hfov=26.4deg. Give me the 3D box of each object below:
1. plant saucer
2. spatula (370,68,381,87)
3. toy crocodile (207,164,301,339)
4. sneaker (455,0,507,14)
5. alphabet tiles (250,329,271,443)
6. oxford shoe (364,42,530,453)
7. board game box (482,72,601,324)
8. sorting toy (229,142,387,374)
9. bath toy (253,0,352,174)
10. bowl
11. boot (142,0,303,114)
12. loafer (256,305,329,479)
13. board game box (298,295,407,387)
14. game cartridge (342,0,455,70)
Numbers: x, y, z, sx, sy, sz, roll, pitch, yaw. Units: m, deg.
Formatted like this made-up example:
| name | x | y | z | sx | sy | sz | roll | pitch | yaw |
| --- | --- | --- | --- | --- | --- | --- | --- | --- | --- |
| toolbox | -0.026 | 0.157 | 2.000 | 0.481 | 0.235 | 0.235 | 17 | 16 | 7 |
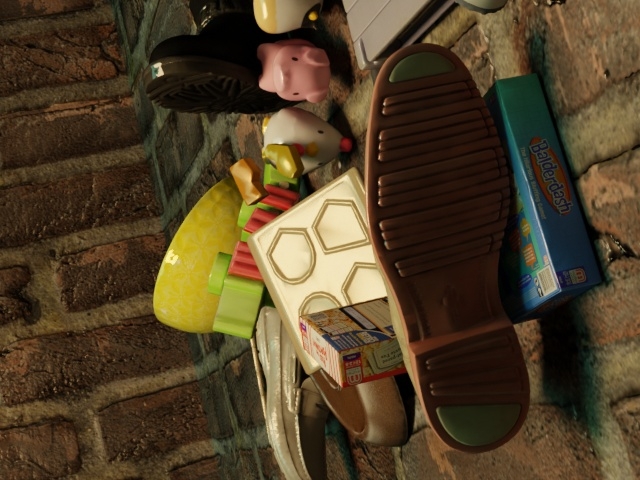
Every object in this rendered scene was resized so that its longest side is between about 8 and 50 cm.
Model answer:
| name | x | y | z | sx | sy | sz | roll | pitch | yaw |
| --- | --- | --- | --- | --- | --- | --- | --- | --- | --- |
| plant saucer | 0.024 | 0.169 | 1.971 | 0.311 | 0.050 | 0.311 | 55 | 163 | 25 |
| spatula | 0.095 | -0.125 | 1.659 | 0.084 | 0.030 | 0.296 | 132 | 125 | -70 |
| toy crocodile | -0.088 | 0.002 | 2.079 | 0.105 | 0.115 | 0.341 | 100 | -171 | -54 |
| sneaker | 0.138 | -0.372 | 1.226 | 0.131 | 0.112 | 0.319 | -39 | 66 | 54 |
| alphabet tiles | -0.065 | 0.244 | 2.329 | 0.237 | 0.009 | 0.198 | 18 | -120 | -73 |
| oxford shoe | 0.107 | 0.005 | 1.342 | 0.146 | 0.140 | 0.397 | -132 | 35 | -76 |
| board game box | 0.195 | -0.036 | 1.334 | 0.160 | 0.047 | 0.210 | 128 | 128 | -71 |
| sorting toy | 0.000 | 0.000 | 1.834 | 0.229 | 0.041 | 0.307 | -33 | 76 | 35 |
| bath toy | -0.026 | -0.250 | 1.848 | 0.129 | 0.151 | 0.348 | 8 | 115 | 27 |
| bowl | -0.136 | 0.049 | 2.314 | 0.156 | 0.289 | 0.289 | 28 | 143 | 17 |
| boot | -0.158 | -0.320 | 1.956 | 0.348 | 0.131 | 0.260 | -3 | -105 | -62 |
| loafer | -0.027 | 0.249 | 2.215 | 0.112 | 0.111 | 0.319 | 13 | -116 | -64 |
| board game box | 0.089 | 0.102 | 1.544 | 0.147 | 0.193 | 0.045 | -142 | 42 | -68 |
| game cartridge | 0.085 | -0.343 | 1.485 | 0.355 | 0.068 | 0.230 | 147 | 114 | -74 |
